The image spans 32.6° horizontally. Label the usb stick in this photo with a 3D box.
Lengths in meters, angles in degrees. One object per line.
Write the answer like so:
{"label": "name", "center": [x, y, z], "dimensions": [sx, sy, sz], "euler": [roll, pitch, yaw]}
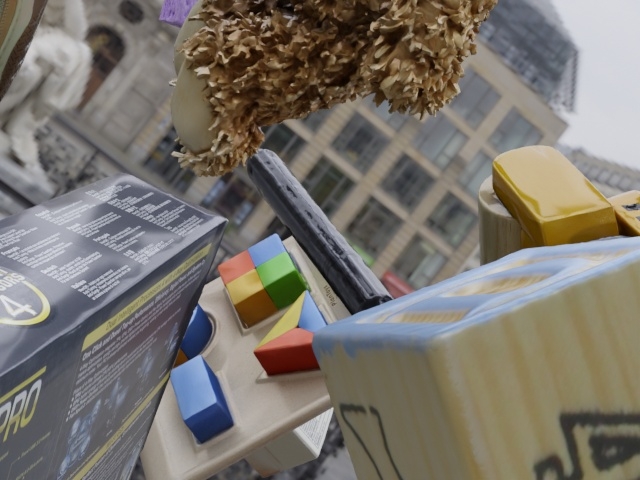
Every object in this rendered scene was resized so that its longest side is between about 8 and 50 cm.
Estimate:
{"label": "usb stick", "center": [0.000, 0.000, 1.143], "dimensions": [0.278, 0.045, 0.077], "euler": [53, 3, 40]}

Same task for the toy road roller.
{"label": "toy road roller", "center": [0.331, 0.035, 1.171], "dimensions": [0.329, 0.241, 0.202], "euler": [-122, -160, -53]}

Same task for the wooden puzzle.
{"label": "wooden puzzle", "center": [-0.109, 0.130, 1.387], "dimensions": [0.080, 0.348, 0.322], "euler": [55, 3, -38]}

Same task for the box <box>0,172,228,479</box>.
{"label": "box", "center": [-0.191, 0.150, 0.597], "dimensions": [0.097, 0.318, 0.395], "euler": [25, 17, 5]}

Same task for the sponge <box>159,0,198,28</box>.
{"label": "sponge", "center": [-0.047, -0.232, 1.027], "dimensions": [0.031, 0.117, 0.210], "euler": [15, 2, 45]}

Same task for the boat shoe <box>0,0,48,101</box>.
{"label": "boat shoe", "center": [-0.216, -0.186, 0.743], "dimensions": [0.072, 0.190, 0.068], "euler": [20, 13, -18]}

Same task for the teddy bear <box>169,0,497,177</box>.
{"label": "teddy bear", "center": [0.046, -0.154, 0.638], "dimensions": [0.113, 0.338, 0.245], "euler": [50, -1, -24]}

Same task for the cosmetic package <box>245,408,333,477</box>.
{"label": "cosmetic package", "center": [-0.121, 0.228, 1.801], "dimensions": [0.296, 0.129, 0.153], "euler": [52, 32, -19]}

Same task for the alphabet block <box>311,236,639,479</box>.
{"label": "alphabet block", "center": [0.135, 0.120, 0.694], "dimensions": [0.192, 0.193, 0.197], "euler": [-8, -80, 69]}
